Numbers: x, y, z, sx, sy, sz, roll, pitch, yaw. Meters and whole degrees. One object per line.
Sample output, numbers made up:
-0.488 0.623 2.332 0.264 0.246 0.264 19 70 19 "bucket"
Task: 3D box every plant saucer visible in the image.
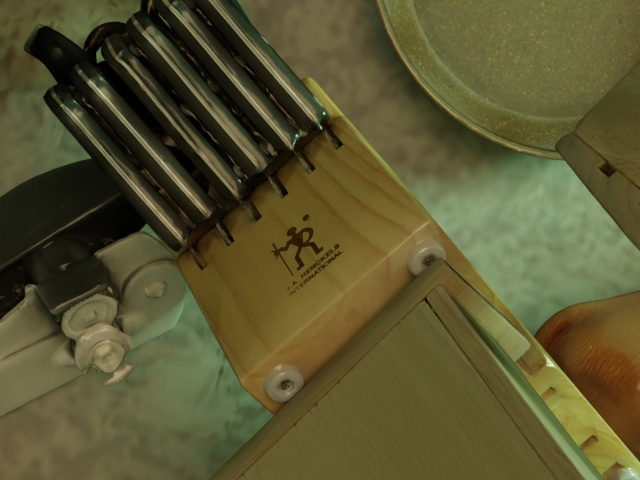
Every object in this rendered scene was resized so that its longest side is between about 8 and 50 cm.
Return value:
0.118 -0.134 0.649 0.199 0.036 0.198 1 82 -10 "plant saucer"

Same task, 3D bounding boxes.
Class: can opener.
-0.186 0.065 0.566 0.280 0.074 0.093 -30 55 -14 "can opener"

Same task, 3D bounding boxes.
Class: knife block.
0.000 0.000 0.559 0.088 0.242 0.275 -40 126 5 "knife block"

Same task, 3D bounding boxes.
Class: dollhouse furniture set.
0.149 0.146 0.420 0.286 0.198 0.303 -45 121 7 "dollhouse furniture set"

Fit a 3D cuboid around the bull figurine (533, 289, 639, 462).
0.253 0.069 0.607 0.310 0.101 0.188 -14 87 0 "bull figurine"
